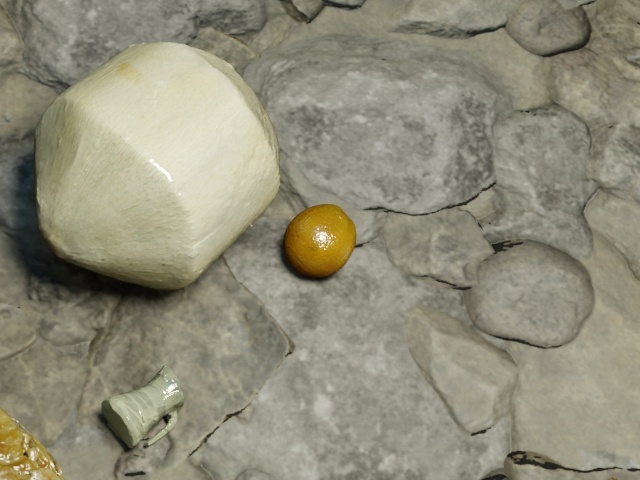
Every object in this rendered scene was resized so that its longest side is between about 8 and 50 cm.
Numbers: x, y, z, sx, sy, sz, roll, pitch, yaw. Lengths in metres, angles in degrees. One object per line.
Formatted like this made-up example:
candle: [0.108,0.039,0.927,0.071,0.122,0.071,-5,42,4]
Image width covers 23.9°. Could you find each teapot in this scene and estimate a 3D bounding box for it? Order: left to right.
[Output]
teapot: [-0.175,0.171,1.544,0.083,0.057,0.067,-35,107,-30]

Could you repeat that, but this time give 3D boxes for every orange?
orange: [0.000,0.000,1.664,0.085,0.085,0.085,4,58,-7]

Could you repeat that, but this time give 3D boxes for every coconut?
coconut: [-0.184,-0.070,1.583,0.237,0.237,0.266,36,62,13]

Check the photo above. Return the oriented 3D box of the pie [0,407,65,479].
pie: [-0.306,0.253,1.457,0.129,0.068,0.282,-29,67,-37]

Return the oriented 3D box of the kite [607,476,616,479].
kite: [0.255,0.337,1.533,0.229,0.016,0.127,-37,73,-24]
